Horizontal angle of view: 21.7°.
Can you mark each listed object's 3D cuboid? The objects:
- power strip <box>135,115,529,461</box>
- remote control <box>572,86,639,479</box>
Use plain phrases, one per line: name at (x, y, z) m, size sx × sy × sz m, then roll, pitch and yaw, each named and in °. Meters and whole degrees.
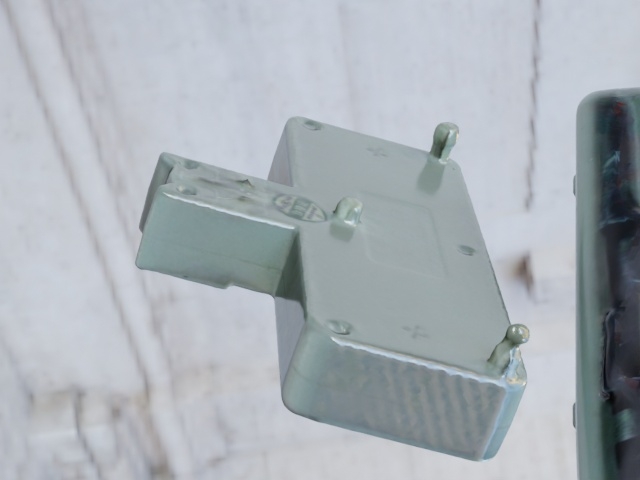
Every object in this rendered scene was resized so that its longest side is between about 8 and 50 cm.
power strip at (0.000, 0.000, 0.685) m, size 0.215 × 0.145 × 0.061 m, roll -99°, pitch -155°, yaw -65°
remote control at (0.140, 0.072, 0.727) m, size 0.140 × 0.056 × 0.296 m, roll 71°, pitch 19°, yaw -44°
